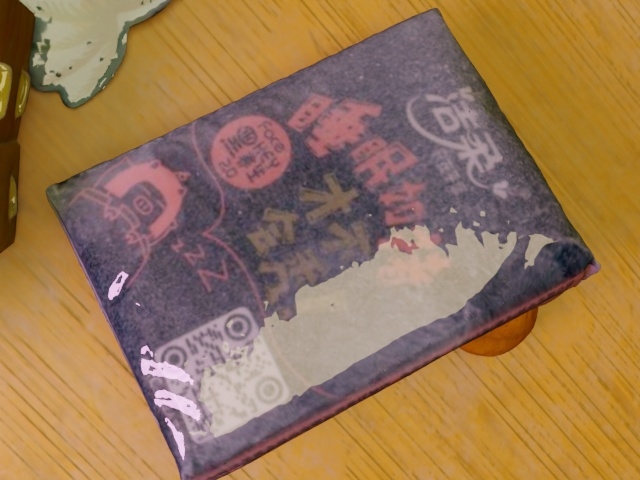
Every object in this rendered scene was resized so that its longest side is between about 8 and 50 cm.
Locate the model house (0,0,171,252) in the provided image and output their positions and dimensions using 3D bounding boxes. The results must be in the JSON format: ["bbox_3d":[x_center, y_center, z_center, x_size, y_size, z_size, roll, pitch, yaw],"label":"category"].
[{"bbox_3d":[-0.222,-0.145,0.487,0.340,0.300,0.323,-26,104,-8],"label":"model house"}]

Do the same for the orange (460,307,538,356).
[{"bbox_3d":[0.133,0.051,0.674,0.083,0.070,0.083,1,75,-5],"label":"orange"}]

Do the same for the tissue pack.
[{"bbox_3d":[0.000,0.000,0.597,0.316,0.103,0.228,-27,80,-8],"label":"tissue pack"}]
